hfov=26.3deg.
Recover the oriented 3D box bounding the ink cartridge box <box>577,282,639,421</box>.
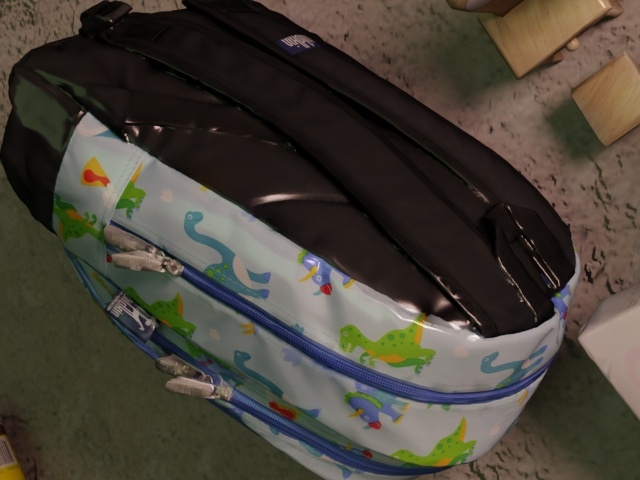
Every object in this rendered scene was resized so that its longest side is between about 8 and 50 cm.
[{"bbox_3d":[0.300,0.075,0.808,0.232,0.066,0.189,-31,100,43],"label":"ink cartridge box"}]

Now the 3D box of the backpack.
[{"bbox_3d":[0.000,0.000,0.926,0.355,0.290,0.273,21,116,21],"label":"backpack"}]

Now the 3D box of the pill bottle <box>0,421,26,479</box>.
[{"bbox_3d":[-0.305,0.274,1.231,0.117,0.117,0.215,-30,80,32],"label":"pill bottle"}]

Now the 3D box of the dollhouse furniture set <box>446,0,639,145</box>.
[{"bbox_3d":[0.280,-0.077,0.778,0.303,0.174,0.355,-37,77,31],"label":"dollhouse furniture set"}]
